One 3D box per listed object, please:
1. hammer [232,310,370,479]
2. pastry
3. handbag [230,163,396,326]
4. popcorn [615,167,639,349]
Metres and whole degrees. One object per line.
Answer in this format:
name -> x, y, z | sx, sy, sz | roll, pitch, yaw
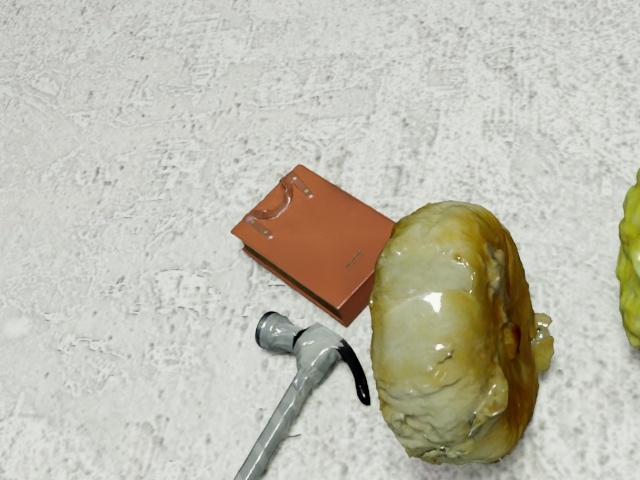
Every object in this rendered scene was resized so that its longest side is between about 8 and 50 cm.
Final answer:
hammer -> -0.097, 0.265, 0.882 | 0.152, 0.044, 0.427 | 20, 65, 31
pastry -> 0.135, 0.082, 0.805 | 0.121, 0.235, 0.257 | -5, 54, 28
handbag -> 0.000, 0.000, 1.030 | 0.190, 0.062, 0.127 | 35, 72, 34
popcorn -> 0.388, 0.012, 0.790 | 0.252, 0.205, 0.237 | -33, 31, -28
